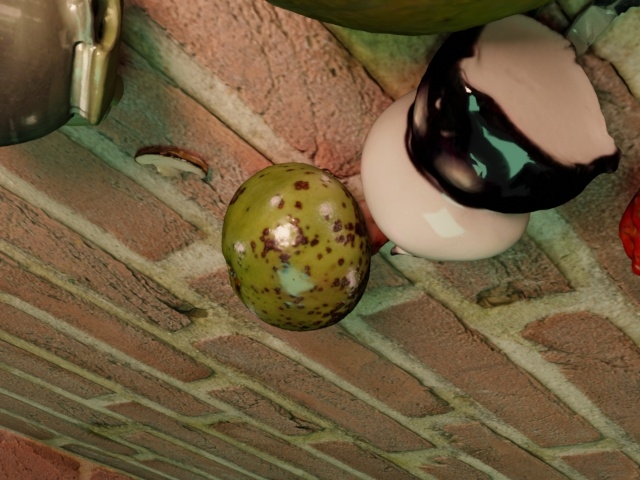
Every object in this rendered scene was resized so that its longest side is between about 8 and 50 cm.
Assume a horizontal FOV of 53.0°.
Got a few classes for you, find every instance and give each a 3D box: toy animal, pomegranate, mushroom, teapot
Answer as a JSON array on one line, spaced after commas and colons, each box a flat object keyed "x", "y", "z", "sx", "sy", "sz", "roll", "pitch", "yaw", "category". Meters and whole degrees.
[{"x": 0.137, "y": -0.082, "z": 0.610, "sx": 0.165, "sy": 0.187, "sz": 0.235, "roll": 0, "pitch": 154, "yaw": -22, "category": "toy animal"}, {"x": 0.000, "y": 0.000, "z": 0.803, "sx": 0.247, "sy": 0.214, "sz": 0.214, "roll": -18, "pitch": 154, "yaw": -24, "category": "pomegranate"}, {"x": -0.195, "y": -0.101, "z": 0.836, "sx": 0.101, "sy": 0.019, "sz": 0.049, "roll": 12, "pitch": 145, "yaw": 4, "category": "mushroom"}, {"x": -0.308, "y": -0.164, "z": 0.599, "sx": 0.239, "sy": 0.240, "sz": 0.322, "roll": 8, "pitch": 143, "yaw": -19, "category": "teapot"}]

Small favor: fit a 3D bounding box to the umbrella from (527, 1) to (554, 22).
[{"x": 0.199, "y": -0.218, "z": 0.547, "sx": 0.031, "sy": 0.020, "sz": 0.083, "roll": 47, "pitch": 158, "yaw": 10, "category": "umbrella"}]

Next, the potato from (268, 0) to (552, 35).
[{"x": 0.089, "y": -0.237, "z": 0.387, "sx": 0.279, "sy": 0.213, "sz": 0.330, "roll": 7, "pitch": 147, "yaw": 7, "category": "potato"}]

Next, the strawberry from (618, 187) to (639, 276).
[{"x": 0.424, "y": -0.014, "z": 0.681, "sx": 0.178, "sy": 0.234, "sz": 0.234, "roll": 34, "pitch": 150, "yaw": 18, "category": "strawberry"}]

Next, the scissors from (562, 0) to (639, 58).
[{"x": 0.245, "y": -0.198, "z": 0.565, "sx": 0.109, "sy": 0.022, "sz": 0.300, "roll": 24, "pitch": 145, "yaw": -10, "category": "scissors"}]
